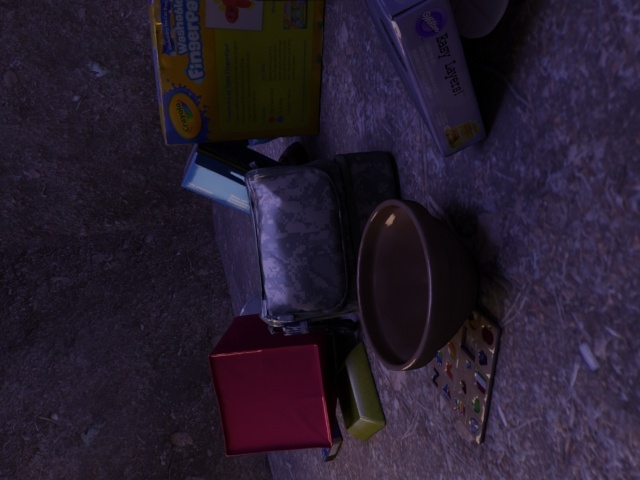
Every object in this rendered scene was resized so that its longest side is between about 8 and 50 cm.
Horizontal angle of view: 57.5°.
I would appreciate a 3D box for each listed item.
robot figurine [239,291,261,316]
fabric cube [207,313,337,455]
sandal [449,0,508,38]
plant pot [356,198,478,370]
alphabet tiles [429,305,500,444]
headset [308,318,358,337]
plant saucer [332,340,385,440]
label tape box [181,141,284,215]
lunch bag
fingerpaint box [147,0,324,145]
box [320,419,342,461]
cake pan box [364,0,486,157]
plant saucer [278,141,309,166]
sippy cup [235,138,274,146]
[{"bbox_3d":[-0.128,0.258,1.713,0.353,0.199,0.300,-151,78,-70],"label":"robot figurine"},{"bbox_3d":[-0.097,0.331,1.403,0.258,0.254,0.259,-70,-26,-78],"label":"fabric cube"},{"bbox_3d":[0.160,-0.352,0.679,0.102,0.076,0.265,-48,57,47],"label":"sandal"},{"bbox_3d":[0.144,0.062,0.829,0.237,0.109,0.238,-179,90,-70],"label":"plant pot"},{"bbox_3d":[0.196,0.158,0.900,0.237,0.009,0.198,-126,32,-60],"label":"alphabet tiles"},{"bbox_3d":[-0.007,0.031,1.373,0.243,0.185,0.394,122,152,-52],"label":"headset"},{"bbox_3d":[0.077,0.350,1.326,0.188,0.045,0.188,110,148,-59],"label":"plant saucer"},{"bbox_3d":[-0.203,-0.143,1.421,0.115,0.249,0.348,-60,18,18],"label":"label tape box"},{"bbox_3d":[0.000,0.000,1.060,0.212,0.255,0.305,178,85,-74],"label":"lunch bag"},{"bbox_3d":[-0.191,-0.462,1.315,0.163,0.370,0.445,-120,27,-54],"label":"fingerpaint box"},{"bbox_3d":[0.004,0.493,1.654,0.136,0.036,0.225,103,153,-49],"label":"box"},{"bbox_3d":[0.104,-0.270,0.720,0.246,0.070,0.267,53,-165,-53],"label":"cake pan box"},{"bbox_3d":[-0.076,-0.121,1.648,0.310,0.050,0.311,173,90,-73],"label":"plant saucer"},{"bbox_3d":[-0.192,-0.401,1.647,0.240,0.305,0.224,38,153,28],"label":"sippy cup"}]
